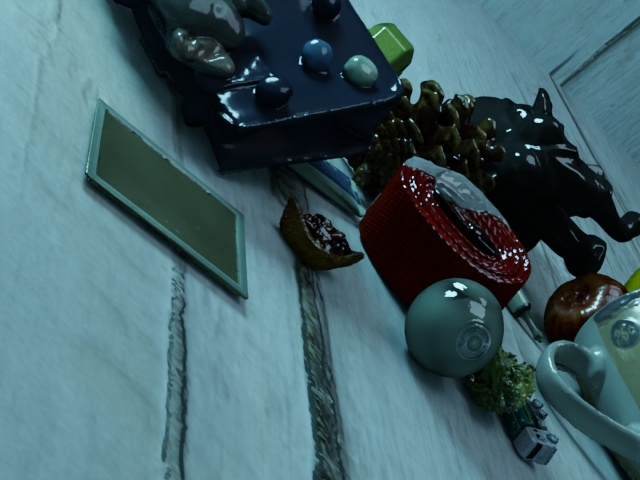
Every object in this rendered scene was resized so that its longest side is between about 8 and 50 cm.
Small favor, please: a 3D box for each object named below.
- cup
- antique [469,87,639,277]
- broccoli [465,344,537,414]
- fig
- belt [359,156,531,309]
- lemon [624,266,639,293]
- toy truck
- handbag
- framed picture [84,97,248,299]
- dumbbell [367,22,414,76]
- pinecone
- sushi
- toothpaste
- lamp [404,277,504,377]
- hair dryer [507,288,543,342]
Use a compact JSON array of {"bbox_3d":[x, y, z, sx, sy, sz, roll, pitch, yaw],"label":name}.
[{"bbox_3d":[0.420,0.209,1.681,0.301,0.227,0.257,9,39,-18],"label":"cup"},{"bbox_3d":[0.291,-0.094,1.930,0.255,0.185,0.322,45,-11,-37],"label":"antique"},{"bbox_3d":[0.195,0.140,1.461,0.097,0.095,0.092,-23,115,-44],"label":"broccoli"},{"bbox_3d":[0.369,0.122,1.852,0.128,0.128,0.150,-26,116,-71],"label":"fig"},{"bbox_3d":[0.133,0.013,1.514,0.128,0.124,0.201,-10,54,-46],"label":"belt"},{"bbox_3d":[0.570,0.138,2.012,0.293,0.293,0.293,42,20,-19],"label":"lemon"},{"bbox_3d":[0.226,0.206,1.478,0.044,0.039,0.083,18,30,-27],"label":"toy truck"},{"bbox_3d":[-0.085,-0.232,1.405,0.269,0.118,0.326,-13,62,-38],"label":"handbag"},{"bbox_3d":[-0.134,-0.037,1.186,0.183,0.011,0.142,39,21,-25],"label":"framed picture"},{"bbox_3d":[0.003,-0.339,1.920,0.302,0.121,0.108,49,48,0],"label":"dumbbell"},{"bbox_3d":[0.132,-0.111,1.680,0.212,0.168,0.186,-7,71,-52],"label":"pinecone"},{"bbox_3d":[0.000,0.000,1.356,0.099,0.047,0.050,37,25,-28],"label":"sushi"},{"bbox_3d":[-0.013,-0.085,1.510,0.197,0.034,0.057,33,33,-45],"label":"toothpaste"},{"bbox_3d":[0.140,0.091,1.399,0.105,0.105,0.105,42,20,-19],"label":"lamp"},{"bbox_3d":[0.247,0.052,1.809,0.198,0.057,0.100,59,22,11],"label":"hair dryer"}]
